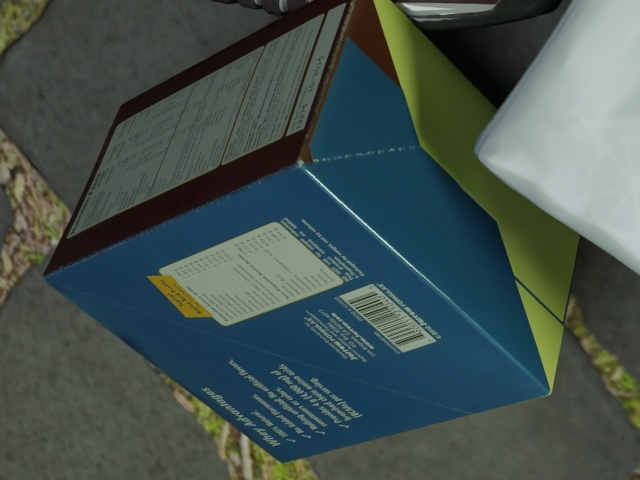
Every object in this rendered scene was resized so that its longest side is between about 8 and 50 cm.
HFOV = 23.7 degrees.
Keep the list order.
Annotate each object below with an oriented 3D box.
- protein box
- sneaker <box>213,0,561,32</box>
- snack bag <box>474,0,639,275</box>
[{"bbox_3d":[0.000,0.000,0.837,0.201,0.136,0.200,-21,128,41],"label":"protein box"},{"bbox_3d":[0.002,-0.208,0.844,0.281,0.106,0.162,12,110,25],"label":"sneaker"},{"bbox_3d":[0.274,-0.073,0.674,0.342,0.037,0.323,34,104,16],"label":"snack bag"}]
